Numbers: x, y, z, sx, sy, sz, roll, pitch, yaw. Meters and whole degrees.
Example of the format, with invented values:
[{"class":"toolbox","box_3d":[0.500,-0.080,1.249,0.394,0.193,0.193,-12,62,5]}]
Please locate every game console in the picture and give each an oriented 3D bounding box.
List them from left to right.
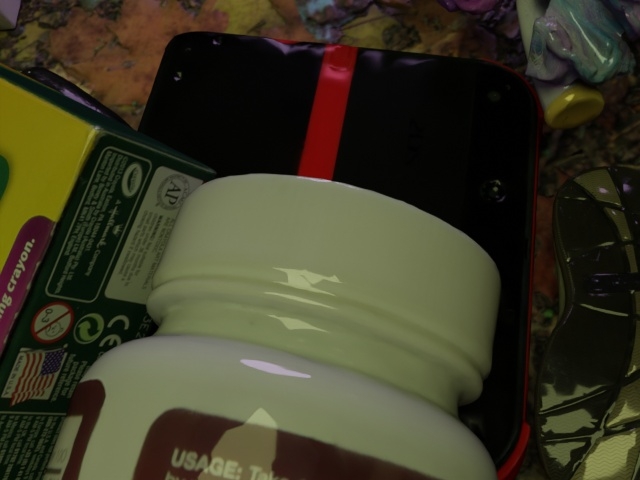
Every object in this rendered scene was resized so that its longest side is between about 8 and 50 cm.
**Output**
[{"class":"game console","box_3d":[0.000,0.000,0.627,0.342,0.060,0.386,7,61,8]}]

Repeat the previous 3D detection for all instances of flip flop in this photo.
[{"class":"flip flop","box_3d":[0.218,0.066,0.600,0.112,0.080,0.277,1,55,13]}]

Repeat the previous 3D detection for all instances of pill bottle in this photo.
[{"class":"pill bottle","box_3d":[-0.038,0.182,0.382,0.224,0.224,0.392,10,68,14]}]

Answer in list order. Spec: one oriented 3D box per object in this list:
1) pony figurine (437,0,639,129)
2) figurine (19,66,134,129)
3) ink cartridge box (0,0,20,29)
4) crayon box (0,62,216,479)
[{"class":"pony figurine","box_3d":[0.189,-0.263,0.642,0.351,0.303,0.363,-4,60,-25]},{"class":"figurine","box_3d":[-0.215,-0.026,0.707,0.209,0.092,0.215,23,77,13]},{"class":"ink cartridge box","box_3d":[-0.421,-0.334,0.775,0.171,0.232,0.168,-1,72,10]},{"class":"crayon box","box_3d":[-0.271,0.055,0.551,0.313,0.106,0.363,28,96,38]}]
